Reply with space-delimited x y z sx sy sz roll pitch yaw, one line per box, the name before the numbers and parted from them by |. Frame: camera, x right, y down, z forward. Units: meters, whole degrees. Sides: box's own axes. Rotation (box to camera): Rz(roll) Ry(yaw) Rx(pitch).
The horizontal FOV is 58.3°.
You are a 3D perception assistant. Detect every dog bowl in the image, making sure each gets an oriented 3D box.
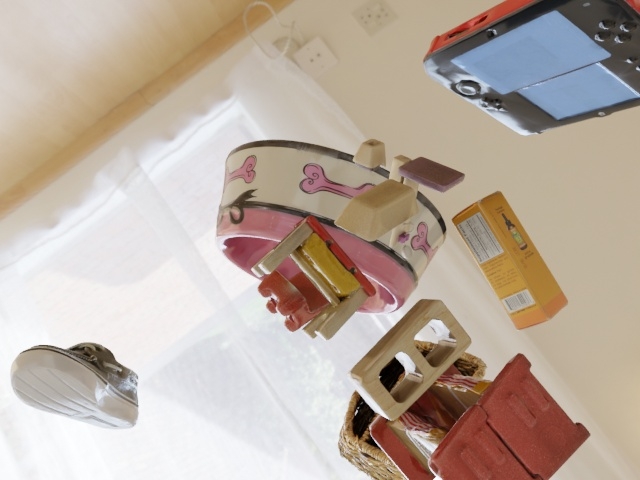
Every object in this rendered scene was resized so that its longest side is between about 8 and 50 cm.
dog bowl | 0.000 0.000 0.999 0.408 0.408 0.150 99 10 -70

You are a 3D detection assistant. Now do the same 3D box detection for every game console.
game console | 0.411 -0.304 1.018 0.386 0.342 0.060 -6 -119 59

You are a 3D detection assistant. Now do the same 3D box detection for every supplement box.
supplement box | 0.331 0.034 1.010 0.078 0.233 0.080 -23 173 -39

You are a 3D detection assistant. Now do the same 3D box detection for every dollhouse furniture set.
dollhouse furniture set | 0.090 0.125 0.655 0.152 0.374 0.201 -41 -175 -17
dollhouse furniture set | 0.037 -0.016 0.440 0.114 0.091 0.081 -30 138 -45

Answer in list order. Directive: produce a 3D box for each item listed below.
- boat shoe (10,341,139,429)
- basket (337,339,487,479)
boat shoe | -0.414 0.235 0.992 0.121 0.119 0.335 -8 149 2
basket | 0.180 0.349 1.228 0.299 0.213 0.223 -47 162 -31
